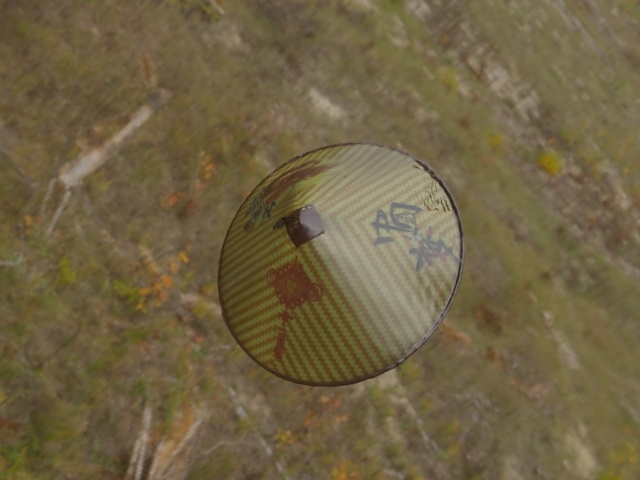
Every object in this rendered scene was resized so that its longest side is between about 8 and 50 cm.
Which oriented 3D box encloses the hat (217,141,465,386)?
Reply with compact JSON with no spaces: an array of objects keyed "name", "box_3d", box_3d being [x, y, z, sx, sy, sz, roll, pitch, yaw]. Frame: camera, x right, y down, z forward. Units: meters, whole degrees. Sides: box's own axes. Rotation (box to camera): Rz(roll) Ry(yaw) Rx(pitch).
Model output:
[{"name":"hat","box_3d":[0.000,0.000,0.724,0.193,0.193,0.082,66,8,30]}]
